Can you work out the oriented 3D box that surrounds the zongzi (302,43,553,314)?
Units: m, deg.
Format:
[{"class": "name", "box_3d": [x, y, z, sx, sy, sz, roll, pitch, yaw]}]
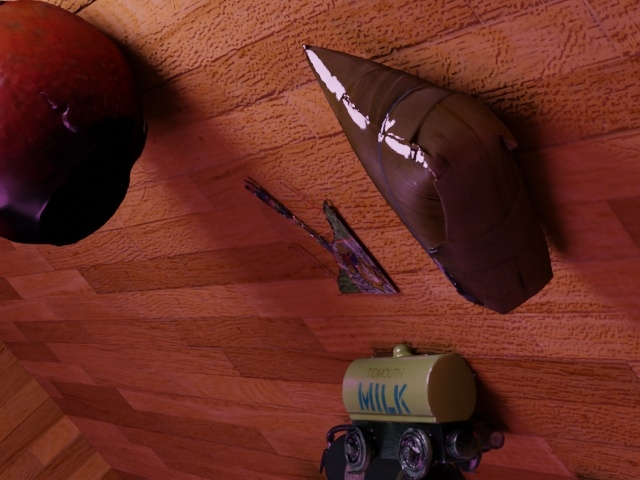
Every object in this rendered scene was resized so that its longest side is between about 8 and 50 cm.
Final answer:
[{"class": "zongzi", "box_3d": [0.090, -0.060, 1.271, 0.256, 0.115, 0.228, 33, 159, 42]}]

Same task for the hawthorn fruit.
[{"class": "hawthorn fruit", "box_3d": [-0.346, -0.141, 1.675, 0.316, 0.316, 0.316, 37, 156, 20]}]

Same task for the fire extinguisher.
[{"class": "fire extinguisher", "box_3d": [0.078, 0.323, 1.950, 0.294, 0.093, 0.118, 10, 112, 56]}]

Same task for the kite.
[{"class": "kite", "box_3d": [0.000, 0.000, 1.650, 0.244, 0.006, 0.198, 35, 155, 24]}]

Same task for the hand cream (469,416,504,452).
[{"class": "hand cream", "box_3d": [0.164, 0.234, 1.730, 0.216, 0.038, 0.052, -3, 100, 66]}]

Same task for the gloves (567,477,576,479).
[{"class": "gloves", "box_3d": [0.335, 0.334, 1.542, 0.129, 0.106, 0.180, 82, 167, -53]}]

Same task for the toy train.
[{"class": "toy train", "box_3d": [0.105, 0.204, 1.678, 0.253, 0.105, 0.157, -13, 80, 62]}]
